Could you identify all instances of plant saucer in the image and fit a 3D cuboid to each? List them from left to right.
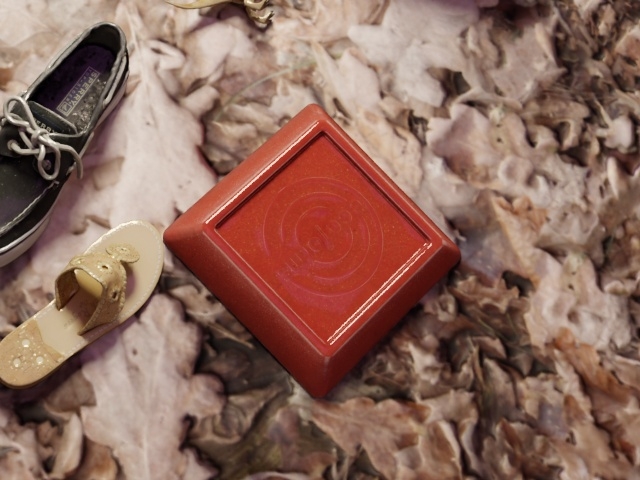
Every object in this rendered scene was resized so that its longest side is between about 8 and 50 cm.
[{"bbox_3d":[0.000,0.000,1.504,0.259,0.048,0.258,46,68,2],"label":"plant saucer"}]

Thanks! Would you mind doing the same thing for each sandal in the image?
[{"bbox_3d":[-0.246,0.061,1.399,0.088,0.079,0.240,44,67,1],"label":"sandal"}]

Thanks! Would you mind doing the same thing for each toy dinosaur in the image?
[{"bbox_3d":[-0.098,-0.297,1.579,0.092,0.053,0.183,36,59,15],"label":"toy dinosaur"}]

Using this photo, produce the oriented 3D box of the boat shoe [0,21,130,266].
[{"bbox_3d":[-0.298,-0.107,1.425,0.113,0.105,0.306,37,67,-2],"label":"boat shoe"}]
